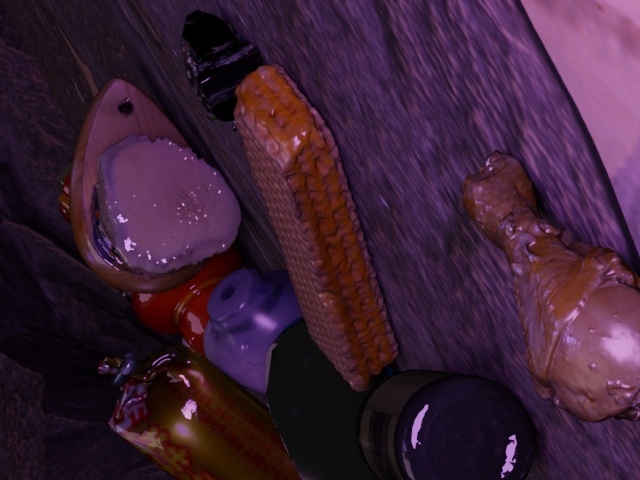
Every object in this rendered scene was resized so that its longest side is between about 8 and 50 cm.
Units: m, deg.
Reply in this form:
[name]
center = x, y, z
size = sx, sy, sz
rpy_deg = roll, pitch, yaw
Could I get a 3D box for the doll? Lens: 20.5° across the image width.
[doll]
center = -0.185, 0.025, 2.225
size = 0.363, 0.160, 0.183
rpy_deg = 51, 170, 25

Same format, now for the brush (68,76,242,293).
[brush]
center = -0.205, -0.076, 2.052
size = 0.166, 0.174, 0.267
rpy_deg = 135, 120, -67

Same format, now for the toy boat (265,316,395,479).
[toy boat]
center = 0.055, 0.201, 1.722
size = 0.299, 0.134, 0.092
rpy_deg = 65, -150, -5

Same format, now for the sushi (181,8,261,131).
[sushi]
center = -0.083, -0.137, 1.476
size = 0.083, 0.056, 0.085
rpy_deg = 50, 167, 39

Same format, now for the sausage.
[sausage]
center = -0.091, 0.205, 1.758
size = 0.317, 0.125, 0.117
rpy_deg = 41, -146, -20

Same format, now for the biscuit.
[biscuit]
center = 0.000, 0.000, 1.488
size = 0.094, 0.054, 0.379
rpy_deg = 51, 168, 35

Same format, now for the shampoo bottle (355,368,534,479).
[shampoo bottle]
center = 0.084, 0.152, 1.392
size = 0.101, 0.101, 0.284
rpy_deg = 59, 171, -3

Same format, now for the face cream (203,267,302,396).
[face cream]
center = 0.019, 0.186, 1.892
size = 0.420, 0.137, 0.235
rpy_deg = 52, 170, -32

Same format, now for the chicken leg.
[chicken leg]
center = 0.119, 0.022, 0.909
size = 0.198, 0.069, 0.085
rpy_deg = 59, 172, 46
